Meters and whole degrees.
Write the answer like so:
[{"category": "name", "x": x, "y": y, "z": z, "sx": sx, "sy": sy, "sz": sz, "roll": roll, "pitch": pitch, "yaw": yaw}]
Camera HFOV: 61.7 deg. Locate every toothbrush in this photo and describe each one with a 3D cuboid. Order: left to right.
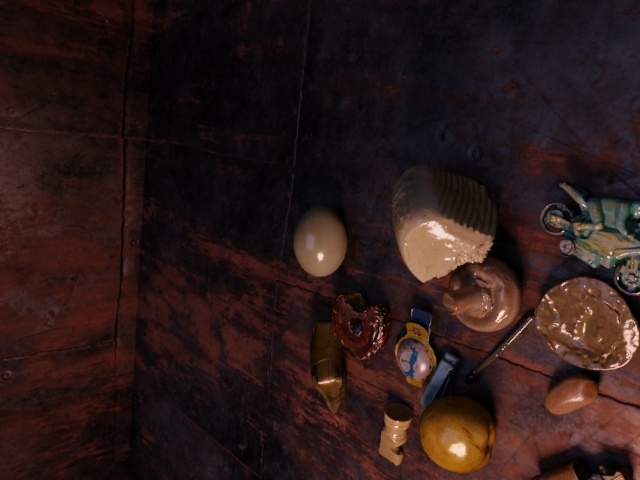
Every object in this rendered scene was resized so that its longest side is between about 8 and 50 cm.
[{"category": "toothbrush", "x": 0.491, "y": 0.301, "z": 1.464, "sx": 0.030, "sy": 0.030, "sz": 0.297, "roll": 38, "pitch": 120, "yaw": 8}]

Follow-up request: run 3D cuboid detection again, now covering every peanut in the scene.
[{"category": "peanut", "x": 0.612, "y": 0.376, "z": 1.313, "sx": 0.152, "sy": 0.076, "sz": 0.076, "roll": -51, "pitch": 58, "yaw": 41}]

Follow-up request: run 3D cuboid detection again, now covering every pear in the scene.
[{"category": "pear", "x": 0.371, "y": 0.530, "z": 1.472, "sx": 0.208, "sy": 0.208, "sz": 0.209, "roll": 3, "pitch": 95, "yaw": 46}]

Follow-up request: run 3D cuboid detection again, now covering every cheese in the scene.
[{"category": "cheese", "x": 0.294, "y": 0.328, "z": 1.641, "sx": 0.156, "sy": 0.064, "sz": 0.250, "roll": 14, "pitch": 105, "yaw": 43}]

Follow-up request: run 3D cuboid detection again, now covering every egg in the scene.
[{"category": "egg", "x": 0.000, "y": 0.000, "z": 1.836, "sx": 0.186, "sy": 0.186, "sz": 0.253, "roll": 10, "pitch": 96, "yaw": 45}]

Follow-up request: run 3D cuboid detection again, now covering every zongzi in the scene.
[{"category": "zongzi", "x": 0.034, "y": 0.450, "z": 1.915, "sx": 0.289, "sy": 0.122, "sz": 0.260, "roll": 78, "pitch": -172, "yaw": -52}]

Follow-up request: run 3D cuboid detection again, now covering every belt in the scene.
[{"category": "belt", "x": 0.363, "y": 0.417, "z": 1.582, "sx": 0.065, "sy": 0.100, "sz": 0.179, "roll": 32, "pitch": 99, "yaw": 41}]

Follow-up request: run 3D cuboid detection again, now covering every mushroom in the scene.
[{"category": "mushroom", "x": 0.409, "y": 0.143, "z": 1.408, "sx": 0.207, "sy": 0.215, "sz": 0.208, "roll": 14, "pitch": 107, "yaw": 53}]

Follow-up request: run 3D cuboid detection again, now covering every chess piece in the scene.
[{"category": "chess piece", "x": 0.236, "y": 0.625, "z": 1.718, "sx": 0.090, "sy": 0.090, "sz": 0.201, "roll": 30, "pitch": 124, "yaw": 41}]

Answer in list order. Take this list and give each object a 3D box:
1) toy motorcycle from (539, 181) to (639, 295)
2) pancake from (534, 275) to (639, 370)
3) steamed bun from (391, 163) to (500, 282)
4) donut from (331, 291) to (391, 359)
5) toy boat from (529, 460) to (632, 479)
[{"category": "toy motorcycle", "x": 0.651, "y": -0.025, "z": 1.227, "sx": 0.296, "sy": 0.109, "sz": 0.198, "roll": 42, "pitch": 118, "yaw": 34}, {"category": "pancake", "x": 0.638, "y": 0.194, "z": 1.281, "sx": 0.241, "sy": 0.050, "sz": 0.242, "roll": 14, "pitch": 112, "yaw": 38}, {"category": "steamed bun", "x": 0.304, "y": -0.030, "z": 1.448, "sx": 0.290, "sy": 0.273, "sz": 0.272, "roll": -82, "pitch": 18, "yaw": -55}, {"category": "donut", "x": 0.141, "y": 0.281, "z": 1.773, "sx": 0.230, "sy": 0.095, "sz": 0.216, "roll": -1, "pitch": 94, "yaw": 46}, {"category": "toy boat", "x": 0.609, "y": 0.615, "z": 1.317, "sx": 0.310, "sy": 0.089, "sz": 0.115, "roll": -49, "pitch": 56, "yaw": 36}]
